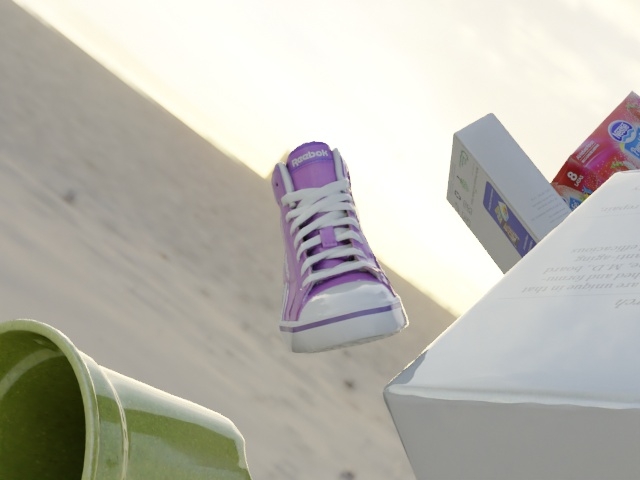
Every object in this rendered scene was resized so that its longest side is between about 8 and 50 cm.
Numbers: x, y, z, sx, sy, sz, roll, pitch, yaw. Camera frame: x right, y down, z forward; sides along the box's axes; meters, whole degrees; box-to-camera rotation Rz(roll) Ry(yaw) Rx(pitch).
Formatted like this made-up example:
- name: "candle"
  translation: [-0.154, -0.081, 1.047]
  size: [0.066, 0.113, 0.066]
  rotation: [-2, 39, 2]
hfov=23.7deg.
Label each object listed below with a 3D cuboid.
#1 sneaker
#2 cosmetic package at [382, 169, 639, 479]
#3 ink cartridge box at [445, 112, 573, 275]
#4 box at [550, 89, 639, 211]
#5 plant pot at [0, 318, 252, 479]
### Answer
- name: "sneaker"
  translation: [-0.001, 0.000, 1.296]
  size: [0.282, 0.102, 0.161]
  rotation: [-127, -156, -79]
- name: "cosmetic package"
  translation: [0.324, 0.158, 1.203]
  size: [0.327, 0.394, 0.329]
  rotation: [-3, -64, 43]
- name: "ink cartridge box"
  translation: [0.264, 0.022, 1.771]
  size: [0.332, 0.065, 0.165]
  rotation: [56, -14, 23]
- name: "box"
  translation: [0.393, -0.080, 2.012]
  size: [0.128, 0.122, 0.257]
  rotation: [37, 37, 10]
- name: "plant pot"
  translation: [-0.213, 0.233, 1.486]
  size: [0.254, 0.276, 0.276]
  rotation: [18, 10, -44]
